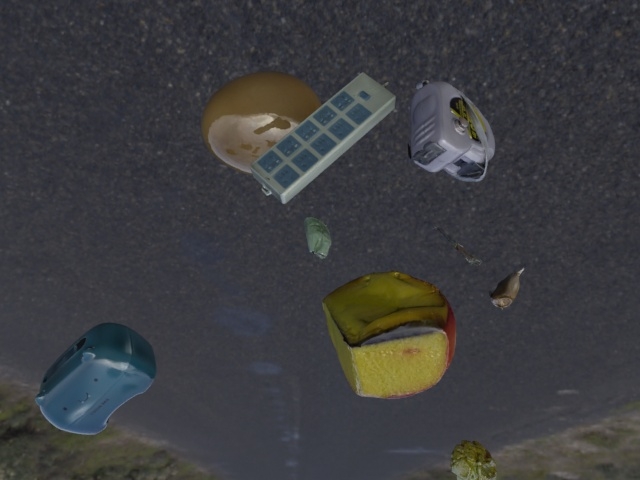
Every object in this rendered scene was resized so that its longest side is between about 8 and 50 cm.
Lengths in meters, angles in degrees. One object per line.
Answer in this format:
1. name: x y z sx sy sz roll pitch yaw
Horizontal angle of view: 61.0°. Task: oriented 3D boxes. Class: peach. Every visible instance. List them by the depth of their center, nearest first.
1. peach: 0.190 0.247 1.401 0.306 0.242 0.380 -26 -161 -11

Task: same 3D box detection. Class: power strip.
1. power strip: 0.014 -0.225 1.143 0.106 0.367 0.043 42 165 20

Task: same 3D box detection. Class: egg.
1. egg: -0.162 -0.335 1.584 0.374 0.301 0.301 -21 164 -27

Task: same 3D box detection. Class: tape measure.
1. tape measure: 0.274 -0.224 1.123 0.197 0.236 0.120 26 138 -26

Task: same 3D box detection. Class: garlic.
1. garlic: 0.581 0.158 1.685 0.066 0.152 0.084 51 146 -15

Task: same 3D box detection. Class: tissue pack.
1. tissue pack: -0.600 0.358 1.438 0.287 0.198 0.206 -40 128 8

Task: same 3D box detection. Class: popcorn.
1. popcorn: 0.380 0.551 1.330 0.116 0.120 0.106 -4 165 -15

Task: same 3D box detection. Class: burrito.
1. burrito: -0.003 -0.002 1.205 0.044 0.118 0.074 -42 123 19

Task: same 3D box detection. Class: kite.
1. kite: 0.515 0.018 2.056 0.016 0.229 0.127 -55 158 21
